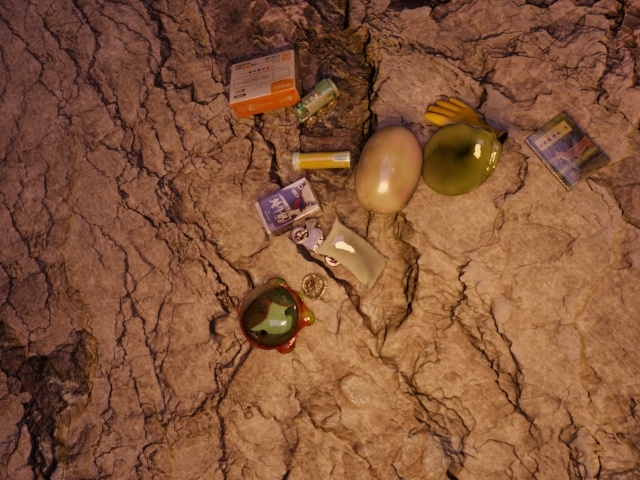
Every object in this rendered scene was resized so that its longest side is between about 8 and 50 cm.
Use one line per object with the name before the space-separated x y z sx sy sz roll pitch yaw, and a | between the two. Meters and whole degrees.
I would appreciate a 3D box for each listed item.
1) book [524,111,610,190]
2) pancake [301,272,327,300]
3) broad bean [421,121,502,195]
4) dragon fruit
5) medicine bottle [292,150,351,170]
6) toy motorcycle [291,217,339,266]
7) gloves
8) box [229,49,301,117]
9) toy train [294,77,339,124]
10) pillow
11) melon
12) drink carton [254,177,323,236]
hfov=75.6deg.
book | 0.836 -0.304 1.408 0.160 0.024 0.228 -36 78 8
pancake | -0.023 0.172 1.537 0.107 0.017 0.108 -3 80 15
broad bean | 0.463 -0.276 1.387 0.291 0.119 0.238 -29 87 46
dragon fruit | -0.170 0.276 1.504 0.294 0.130 0.269 -5 77 12
medicine bottle | 0.006 -0.303 1.562 0.217 0.074 0.074 0 83 10
toy motorcycle | 0.000 0.000 1.526 0.215 0.080 0.123 33 89 3
gloves | 0.503 -0.410 1.467 0.133 0.116 0.294 -38 66 -23
box | -0.213 -0.613 1.611 0.273 0.091 0.221 -11 63 10
toy train | -0.017 -0.524 1.566 0.193 0.125 0.081 -35 74 5
pillow | 0.113 0.051 1.463 0.254 0.078 0.144 37 90 -6
melon | 0.234 -0.238 1.425 0.222 0.223 0.318 16 85 13
drink carton | -0.115 -0.121 1.552 0.222 0.102 0.134 -26 76 6
